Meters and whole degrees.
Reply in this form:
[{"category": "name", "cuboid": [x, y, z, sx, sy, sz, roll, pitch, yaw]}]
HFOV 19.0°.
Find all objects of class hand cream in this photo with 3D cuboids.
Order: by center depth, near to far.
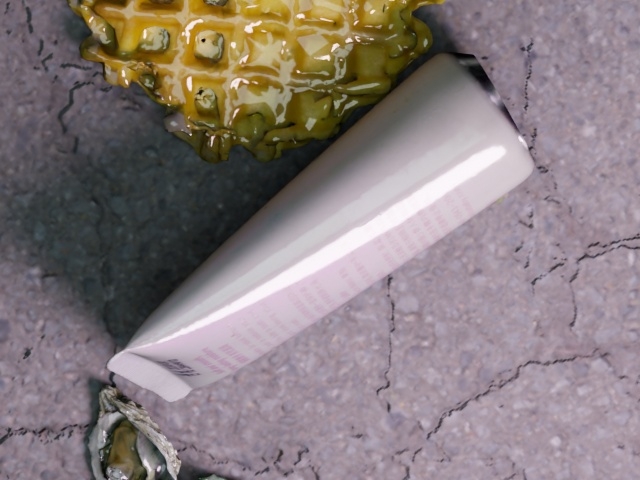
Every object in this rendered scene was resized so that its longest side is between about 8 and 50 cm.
[{"category": "hand cream", "cuboid": [0.000, 0.000, 1.465, 0.358, 0.185, 0.118, -37, 75, 1]}]

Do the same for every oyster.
[{"category": "oyster", "cuboid": [-0.153, 0.178, 1.553, 0.098, 0.037, 0.100, 31, 120, 8]}]

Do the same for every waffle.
[{"category": "waffle", "cuboid": [-0.049, -0.193, 1.454, 0.280, 0.060, 0.262, -38, 105, 8]}]

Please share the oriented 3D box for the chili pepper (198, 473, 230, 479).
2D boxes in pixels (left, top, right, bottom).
[{"category": "chili pepper", "cuboid": [-0.080, 0.299, 1.560, 0.108, 0.062, 0.216, -24, 114, -41]}]
